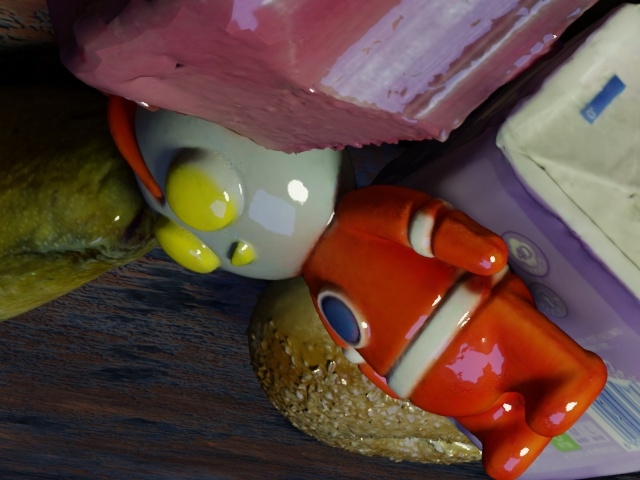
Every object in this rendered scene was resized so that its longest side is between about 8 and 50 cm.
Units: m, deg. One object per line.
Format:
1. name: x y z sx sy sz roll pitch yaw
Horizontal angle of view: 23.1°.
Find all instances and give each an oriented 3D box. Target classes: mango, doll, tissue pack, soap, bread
1. mango: -0.213 -0.029 1.057 0.329 0.176 0.176 -21 140 40
2. doll: 0.000 0.000 0.864 0.336 0.105 0.200 40 152 7
3. tissue pack: 0.157 0.019 0.981 0.242 0.160 0.338 47 158 -5
4. soap: 0.025 -0.155 0.548 0.127 0.220 0.325 27 129 -32
5. bread: 0.083 0.114 1.406 0.306 0.158 0.305 5 159 2

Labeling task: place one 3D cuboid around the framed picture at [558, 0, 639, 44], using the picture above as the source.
1. framed picture: 0.265 -0.115 0.921 0.281 0.019 0.209 -1 160 15
